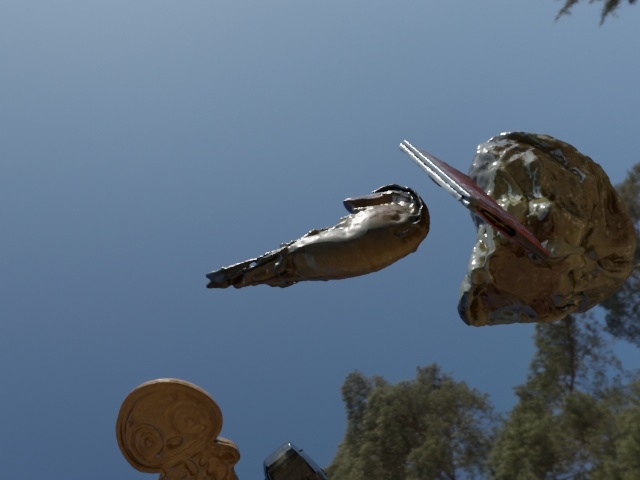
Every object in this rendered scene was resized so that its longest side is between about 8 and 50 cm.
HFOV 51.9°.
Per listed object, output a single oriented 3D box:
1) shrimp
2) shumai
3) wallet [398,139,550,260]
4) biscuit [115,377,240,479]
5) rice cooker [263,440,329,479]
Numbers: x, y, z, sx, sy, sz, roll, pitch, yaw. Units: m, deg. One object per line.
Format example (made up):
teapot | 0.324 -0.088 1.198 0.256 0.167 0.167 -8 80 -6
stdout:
shrimp | -0.001 0.009 0.754 0.117 0.262 0.066 -79 -27 -55
shumai | 0.281 -0.003 0.983 0.262 0.267 0.314 -22 -101 -37
wallet | 0.147 -0.047 0.654 0.103 0.196 0.020 28 -75 -21
biscuit | -0.262 0.391 1.239 0.202 0.044 0.288 -26 -81 1
rice cooker | -0.040 0.470 1.265 0.106 0.112 0.165 -31 -111 -4
